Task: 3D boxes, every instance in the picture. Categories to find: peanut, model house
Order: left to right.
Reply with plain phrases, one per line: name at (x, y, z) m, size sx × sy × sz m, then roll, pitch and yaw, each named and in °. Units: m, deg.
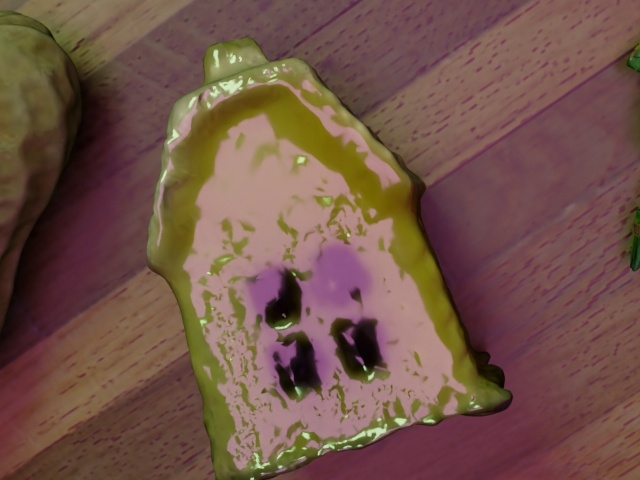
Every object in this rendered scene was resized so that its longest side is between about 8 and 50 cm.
peanut at (-0.241, 0.000, 0.736) m, size 0.120 × 0.136 × 0.298 m, roll 26°, pitch 100°, yaw 22°
model house at (0.000, 0.000, 0.693) m, size 0.175 × 0.193 × 0.234 m, roll -13°, pitch 93°, yaw 6°

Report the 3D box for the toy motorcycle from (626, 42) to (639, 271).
toy motorcycle at (0.239, -0.072, 0.727) m, size 0.106 × 0.074 × 0.190 m, roll 3°, pitch 98°, yaw 14°
